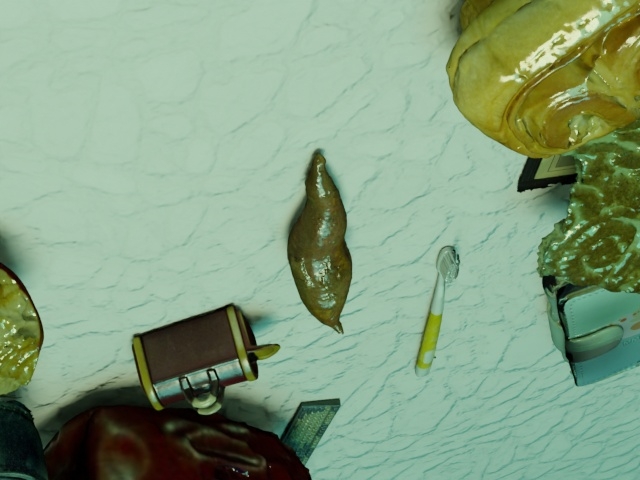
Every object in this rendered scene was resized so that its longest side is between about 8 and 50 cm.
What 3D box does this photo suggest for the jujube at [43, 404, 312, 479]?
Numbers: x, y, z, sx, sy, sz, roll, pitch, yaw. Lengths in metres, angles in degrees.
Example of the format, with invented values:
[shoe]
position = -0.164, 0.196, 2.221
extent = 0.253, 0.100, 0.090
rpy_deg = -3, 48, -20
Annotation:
[jujube]
position = -0.177, 0.315, 1.496
extent = 0.258, 0.258, 0.377
rpy_deg = -38, 152, 31

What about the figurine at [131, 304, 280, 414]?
[figurine]
position = -0.118, 0.136, 1.363
extent = 0.154, 0.098, 0.082
rpy_deg = -16, 145, 4

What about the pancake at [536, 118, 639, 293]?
[pancake]
position = 0.295, -0.029, 1.273
extent = 0.197, 0.054, 0.376
rpy_deg = -34, 134, 6

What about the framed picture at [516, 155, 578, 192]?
[framed picture]
position = 0.306, -0.120, 1.238
extent = 0.199, 0.010, 0.195
rpy_deg = -8, 148, -13

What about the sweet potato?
[sweet potato]
position = -0.004, -0.002, 1.241
extent = 0.068, 0.068, 0.226
rpy_deg = -12, 130, -8

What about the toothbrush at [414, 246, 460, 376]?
[toothbrush]
position = 0.135, 0.094, 1.479
extent = 0.021, 0.024, 0.288
rpy_deg = -12, 148, -10

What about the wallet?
[wallet]
position = 0.360, 0.080, 1.515
extent = 0.176, 0.075, 0.250
rpy_deg = -22, 147, 2

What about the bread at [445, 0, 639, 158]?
[bread]
position = 0.215, -0.166, 1.020
extent = 0.236, 0.120, 0.198
rpy_deg = -36, 145, 27

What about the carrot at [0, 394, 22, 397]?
[carrot]
position = -0.410, 0.136, 1.261
extent = 0.078, 0.078, 0.298
rpy_deg = -30, 150, 21

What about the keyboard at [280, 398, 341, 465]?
[keyboard]
position = -0.023, 0.258, 1.676
extent = 0.055, 0.014, 0.176
rpy_deg = 0, 144, -20

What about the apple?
[apple]
position = -0.335, 0.078, 1.133
extent = 0.156, 0.147, 0.158
rpy_deg = -53, 156, -3

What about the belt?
[belt]
position = -0.398, 0.266, 1.329
extent = 0.206, 0.116, 0.267
rpy_deg = 1, 146, -33
